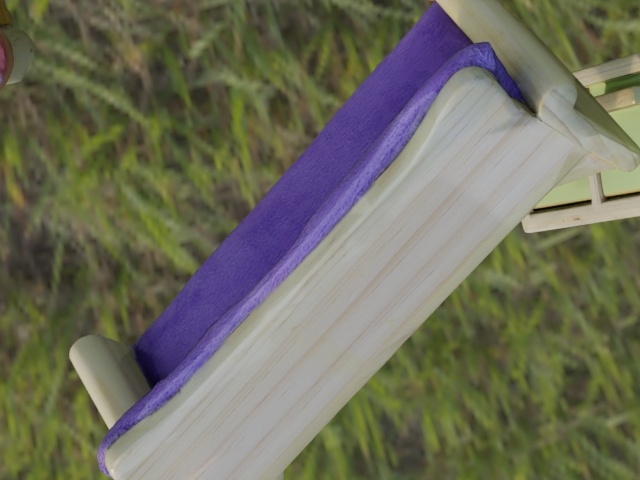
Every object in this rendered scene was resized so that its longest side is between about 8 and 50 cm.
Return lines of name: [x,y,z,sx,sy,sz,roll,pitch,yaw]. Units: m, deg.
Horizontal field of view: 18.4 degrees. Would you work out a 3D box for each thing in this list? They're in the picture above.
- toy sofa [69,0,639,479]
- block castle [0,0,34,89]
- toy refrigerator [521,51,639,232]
toy sofa: [0.000,0.000,1.203,0.362,0.150,0.177,-48,140,15]
block castle: [-0.503,-0.207,1.710,0.453,0.213,0.303,-17,95,10]
toy refrigerator: [0.218,-0.069,1.266,0.094,0.102,0.269,-10,180,-23]
